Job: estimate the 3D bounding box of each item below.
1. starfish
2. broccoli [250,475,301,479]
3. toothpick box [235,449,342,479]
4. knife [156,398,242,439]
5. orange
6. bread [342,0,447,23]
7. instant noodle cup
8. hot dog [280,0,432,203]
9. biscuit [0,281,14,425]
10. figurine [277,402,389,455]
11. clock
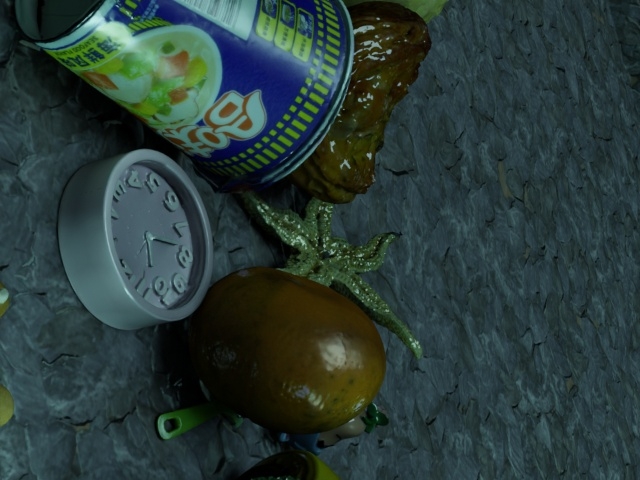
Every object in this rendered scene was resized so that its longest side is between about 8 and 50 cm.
[{"bbox_3d":[-0.003,0.001,1.791,0.358,0.078,0.347,36,32,-25],"label":"starfish"},{"bbox_3d":[-0.071,0.390,1.341,0.308,0.275,0.307,-7,100,-46],"label":"broccoli"},{"bbox_3d":[-0.002,0.381,1.564,0.271,0.175,0.175,58,35,-25],"label":"toothpick box"},{"bbox_3d":[-0.140,0.199,1.546,0.166,0.023,0.078,-14,86,-61],"label":"knife"},{"bbox_3d":[-0.041,0.132,1.526,0.240,0.240,0.171,13,101,-58],"label":"orange"},{"bbox_3d":[0.077,-0.456,1.948,0.320,0.237,0.320,26,57,-49],"label":"bread"},{"bbox_3d":[-0.162,-0.238,1.461,0.312,0.284,0.284,28,55,-44],"label":"instant noodle cup"},{"bbox_3d":[0.034,-0.195,1.742,0.267,0.174,0.387,-64,179,16],"label":"hot dog"},{"bbox_3d":[-0.343,0.131,1.211,0.158,0.035,0.240,19,63,-54],"label":"biscuit"},{"bbox_3d":[0.025,0.197,1.679,0.114,0.145,0.178,61,47,-85],"label":"figurine"},{"bbox_3d":[-0.203,-0.001,1.465,0.197,0.068,0.196,29,56,-53],"label":"clock"}]
